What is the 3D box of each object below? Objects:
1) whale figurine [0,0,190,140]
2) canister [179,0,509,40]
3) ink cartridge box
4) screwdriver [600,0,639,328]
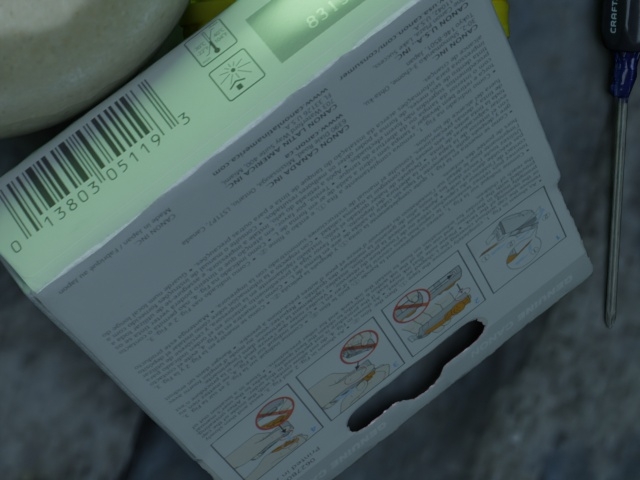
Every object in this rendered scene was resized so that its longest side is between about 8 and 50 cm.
[{"bbox_3d":[-0.134,-0.169,0.615,0.216,0.141,0.272,-9,96,-13],"label":"whale figurine"},{"bbox_3d":[0.003,-0.156,0.688,0.126,0.073,0.170,-7,96,-15],"label":"canister"},{"bbox_3d":[0.000,0.000,0.670,0.181,0.056,0.224,-38,148,-2],"label":"ink cartridge box"},{"bbox_3d":[0.123,-0.047,0.762,0.025,0.024,0.170,9,101,14],"label":"screwdriver"}]
